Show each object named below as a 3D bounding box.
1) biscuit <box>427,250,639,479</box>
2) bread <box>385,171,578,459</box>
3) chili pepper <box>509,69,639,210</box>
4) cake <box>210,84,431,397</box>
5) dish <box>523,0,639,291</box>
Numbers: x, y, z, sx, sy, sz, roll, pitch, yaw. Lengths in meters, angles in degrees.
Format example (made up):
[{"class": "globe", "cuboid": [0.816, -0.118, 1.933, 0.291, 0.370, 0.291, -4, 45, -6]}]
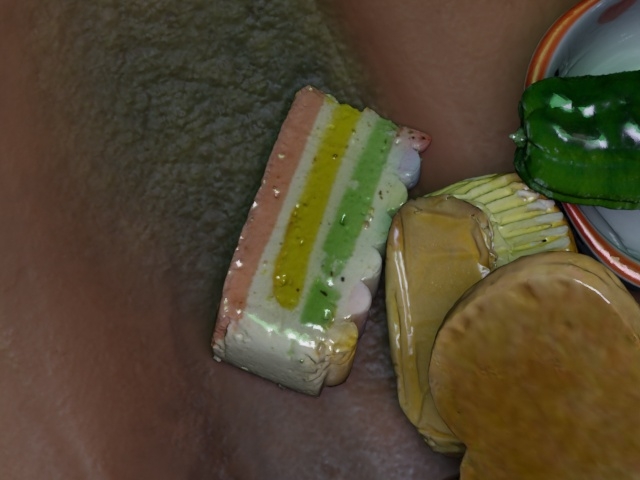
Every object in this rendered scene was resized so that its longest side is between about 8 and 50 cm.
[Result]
[{"class": "biscuit", "cuboid": [0.225, 0.163, 1.127, 0.376, 0.269, 0.051, 51, 40, -8]}, {"class": "bread", "cuboid": [0.121, 0.050, 1.242, 0.114, 0.132, 0.190, -16, 102, -36]}, {"class": "chili pepper", "cuboid": [0.255, -0.073, 1.188, 0.253, 0.083, 0.099, -7, 71, -6]}, {"class": "cake", "cuboid": [-0.001, -0.004, 1.284, 0.109, 0.090, 0.225, 18, 79, 6]}, {"class": "dish", "cuboid": [0.267, -0.075, 1.286, 0.256, 0.117, 0.256, 0, 80, 0]}]
